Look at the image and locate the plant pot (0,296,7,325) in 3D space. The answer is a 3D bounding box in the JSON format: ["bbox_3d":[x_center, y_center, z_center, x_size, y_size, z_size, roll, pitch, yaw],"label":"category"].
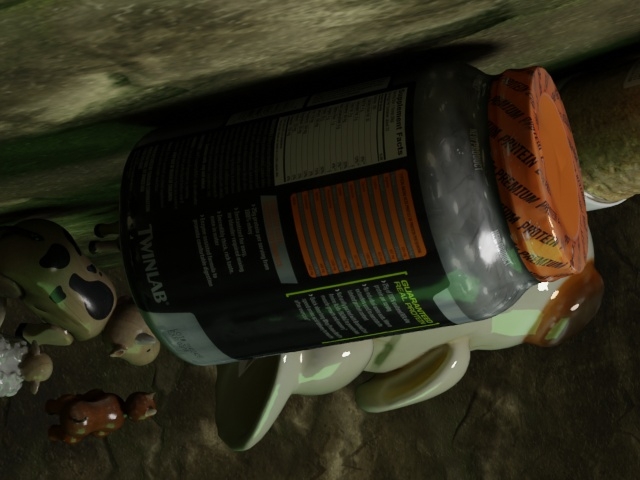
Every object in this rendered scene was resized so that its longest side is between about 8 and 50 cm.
[{"bbox_3d":[-0.514,0.113,1.711,0.274,0.257,0.256,-29,167,36],"label":"plant pot"}]

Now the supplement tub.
[{"bbox_3d":[0.026,-0.022,1.043,0.315,0.194,0.193,-10,178,21],"label":"supplement tub"}]

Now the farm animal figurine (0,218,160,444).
[{"bbox_3d":[-0.261,0.064,1.654,0.172,0.330,0.326,-9,151,39],"label":"farm animal figurine"}]

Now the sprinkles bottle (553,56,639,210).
[{"bbox_3d":[0.315,-0.108,1.121,0.121,0.121,0.355,-9,177,-35],"label":"sprinkles bottle"}]

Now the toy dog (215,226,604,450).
[{"bbox_3d":[0.095,0.009,1.475,0.407,0.285,0.395,0,135,-32],"label":"toy dog"}]
